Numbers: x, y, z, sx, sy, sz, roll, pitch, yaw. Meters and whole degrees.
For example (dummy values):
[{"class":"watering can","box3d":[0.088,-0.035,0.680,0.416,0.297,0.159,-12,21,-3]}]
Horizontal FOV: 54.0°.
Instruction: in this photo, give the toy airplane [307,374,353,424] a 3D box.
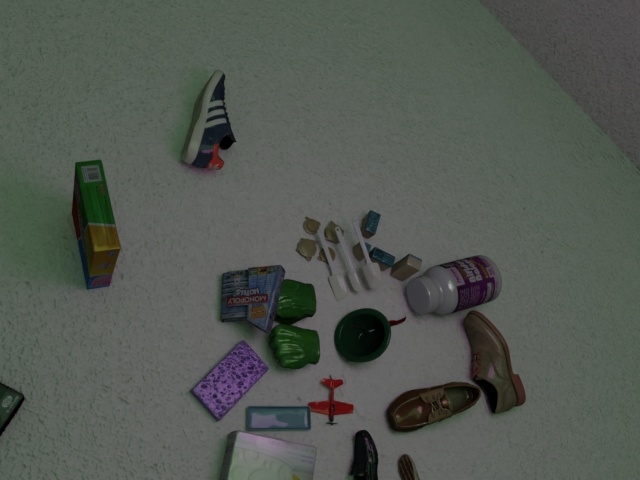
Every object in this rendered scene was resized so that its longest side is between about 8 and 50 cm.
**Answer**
[{"class":"toy airplane","box3d":[0.036,0.476,1.883,0.151,0.028,0.151,8,66,-19]}]

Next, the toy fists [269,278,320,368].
[{"class":"toy fists","box3d":[-0.090,0.248,1.886,0.142,0.096,0.279,9,64,-29]}]

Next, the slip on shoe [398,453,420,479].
[{"class":"slip on shoe","box3d":[0.275,0.710,1.887,0.041,0.051,0.135,22,42,-60]}]

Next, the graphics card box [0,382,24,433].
[{"class":"graphics card box","box3d":[-0.922,0.381,1.461,0.371,0.094,0.233,30,60,-9]}]

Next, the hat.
[{"class":"hat","box3d":[0.171,0.320,2.012,0.208,0.183,0.173,-16,63,14]}]

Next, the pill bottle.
[{"class":"pill bottle","box3d":[0.447,0.156,2.117,0.301,0.169,0.169,-12,74,-28]}]

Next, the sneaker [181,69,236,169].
[{"class":"sneaker","box3d":[-0.335,-0.381,2.029,0.148,0.131,0.350,21,68,-23]}]

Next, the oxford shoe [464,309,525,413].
[{"class":"oxford shoe","box3d":[0.555,0.404,2.092,0.130,0.123,0.348,-19,77,-24]}]

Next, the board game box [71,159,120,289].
[{"class":"board game box","box3d":[-0.593,-0.031,1.647,0.064,0.316,0.242,-9,73,-26]}]

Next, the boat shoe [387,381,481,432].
[{"class":"boat shoe","box3d":[0.361,0.505,1.961,0.324,0.120,0.122,-13,74,-28]}]

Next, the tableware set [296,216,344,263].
[{"class":"tableware set","box3d":[0.000,0.000,2.071,0.141,0.020,0.169,23,63,-13]}]

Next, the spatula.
[{"class":"spatula","box3d":[0.093,0.058,2.042,0.168,0.019,0.242,-19,83,0]}]

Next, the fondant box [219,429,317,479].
[{"class":"fondant box","box3d":[-0.154,0.697,1.669,0.238,0.096,0.330,17,65,-17]}]

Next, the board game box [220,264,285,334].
[{"class":"board game box","box3d":[-0.201,0.178,1.830,0.194,0.060,0.194,-6,66,9]}]

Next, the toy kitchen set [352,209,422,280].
[{"class":"toy kitchen set","box3d":[0.235,0.008,2.111,0.207,0.122,0.166,26,61,-13]}]

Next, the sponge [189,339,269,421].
[{"class":"sponge","box3d":[-0.255,0.395,1.786,0.117,0.031,0.210,47,58,0]}]

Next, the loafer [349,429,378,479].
[{"class":"loafer","box3d":[0.123,0.664,1.815,0.078,0.076,0.223,5,71,-30]}]

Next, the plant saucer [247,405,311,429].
[{"class":"plant saucer","box3d":[-0.119,0.511,1.807,0.192,0.018,0.067,7,67,-22]}]
